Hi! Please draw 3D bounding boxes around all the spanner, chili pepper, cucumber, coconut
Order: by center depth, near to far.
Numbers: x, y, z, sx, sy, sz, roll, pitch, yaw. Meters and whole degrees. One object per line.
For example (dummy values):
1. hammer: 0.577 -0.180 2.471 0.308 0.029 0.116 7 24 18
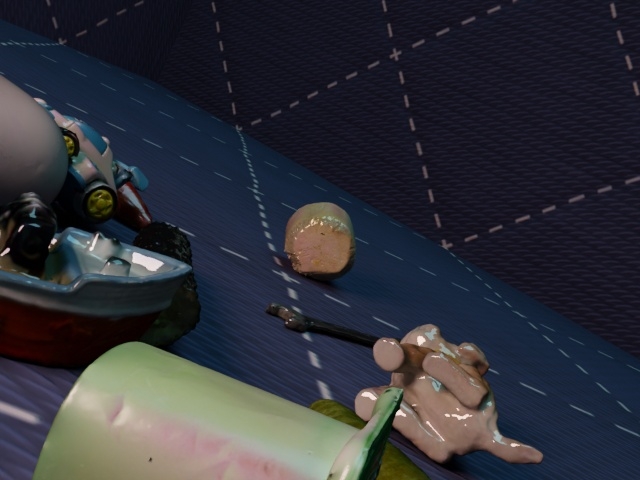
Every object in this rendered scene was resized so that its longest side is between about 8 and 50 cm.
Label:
1. cucumber: -0.162 0.029 0.869 0.072 0.072 0.300 24 7 -15
2. spanner: 0.039 0.119 1.100 0.254 0.015 0.054 20 9 -38
3. chili pepper: -0.323 -0.095 1.140 0.272 0.071 0.063 33 -30 6
4. coconut: 0.000 0.000 1.362 0.116 0.116 0.122 26 14 -6

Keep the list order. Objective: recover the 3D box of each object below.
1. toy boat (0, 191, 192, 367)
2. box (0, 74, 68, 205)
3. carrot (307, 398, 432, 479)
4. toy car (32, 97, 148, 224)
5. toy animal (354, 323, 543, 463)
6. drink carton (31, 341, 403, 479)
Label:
1. toy boat: -0.249 -0.012 0.625 0.332 0.133 0.145 23 8 -27
2. box: -0.424 -0.138 0.822 0.349 0.141 0.288 33 12 32
3. carrot: 0.062 0.193 0.568 0.074 0.074 0.358 22 7 -27
4. toy car: -0.281 -0.104 0.989 0.126 0.098 0.161 19 -41 42
5. toy animal: 0.145 0.163 0.887 0.184 0.104 0.185 28 3 17
6. drink carton: -0.053 0.126 0.423 0.142 0.144 0.146 18 7 10
